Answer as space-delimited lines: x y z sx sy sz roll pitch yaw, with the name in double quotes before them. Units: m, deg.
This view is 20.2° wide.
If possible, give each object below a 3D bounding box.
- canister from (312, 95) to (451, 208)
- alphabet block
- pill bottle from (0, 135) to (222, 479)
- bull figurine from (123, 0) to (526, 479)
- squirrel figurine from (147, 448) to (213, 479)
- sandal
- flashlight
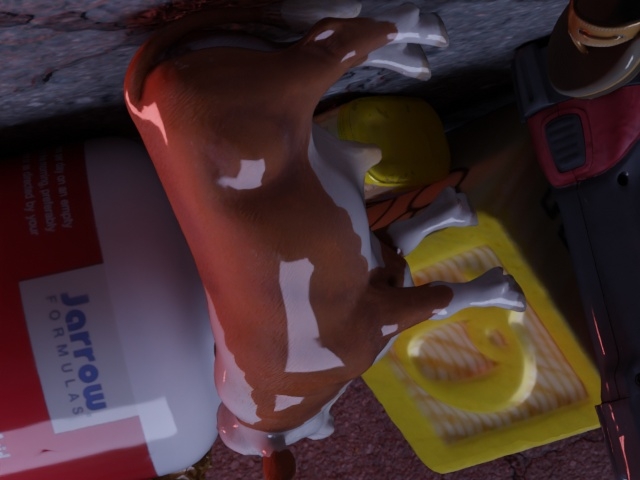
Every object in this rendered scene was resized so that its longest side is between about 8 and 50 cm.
"canister" -0.005 -0.048 1.314 0.170 0.073 0.126 -21 171 36
"alphabet block" 0.138 0.027 1.348 0.192 0.193 0.197 -25 -162 40
"pill bottle" -0.203 0.060 1.171 0.408 0.229 0.229 -13 173 -4
"bull figurine" 0.000 0.000 1.002 0.188 0.310 0.101 -23 -142 -6
"squirrel figurine" -0.270 0.255 1.360 0.397 0.281 0.370 -40 173 36
"sandal" 0.170 -0.135 1.006 0.049 0.072 0.180 7 164 -21
"flashlight" 0.210 0.009 1.218 0.103 0.304 0.103 -14 174 -3
